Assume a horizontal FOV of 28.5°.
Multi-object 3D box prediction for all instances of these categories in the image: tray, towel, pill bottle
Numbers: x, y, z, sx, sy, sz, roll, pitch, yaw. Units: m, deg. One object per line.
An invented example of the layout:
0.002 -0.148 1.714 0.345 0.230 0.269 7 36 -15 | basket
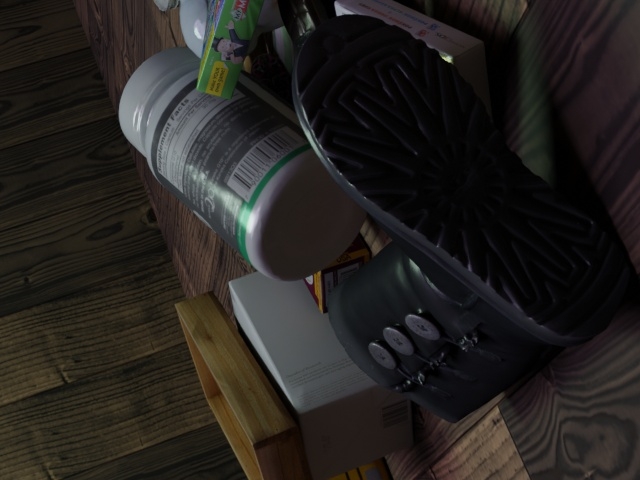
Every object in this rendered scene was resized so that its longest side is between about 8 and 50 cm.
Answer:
-0.110 0.259 1.912 0.411 0.076 0.203 -132 24 -57 | tray
-0.030 -0.266 1.778 0.113 0.023 0.152 87 157 -52 | towel
-0.114 -0.118 1.744 0.361 0.204 0.204 40 149 37 | pill bottle

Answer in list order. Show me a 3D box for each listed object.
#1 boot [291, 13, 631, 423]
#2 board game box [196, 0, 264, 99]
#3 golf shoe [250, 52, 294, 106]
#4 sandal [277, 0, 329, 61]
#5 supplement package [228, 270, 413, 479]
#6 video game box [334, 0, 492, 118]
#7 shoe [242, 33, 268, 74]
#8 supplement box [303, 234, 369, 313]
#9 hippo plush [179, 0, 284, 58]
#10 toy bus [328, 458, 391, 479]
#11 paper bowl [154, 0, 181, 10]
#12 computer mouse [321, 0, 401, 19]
0.085 0.005 1.281 0.367 0.146 0.445 48 164 5 | boot
-0.073 -0.347 1.417 0.214 0.046 0.317 -88 16 -47 | board game box
-0.062 -0.188 1.891 0.086 0.067 0.186 142 109 -76 | golf shoe
0.006 -0.208 1.402 0.090 0.060 0.219 -24 81 63 | sandal
-0.001 0.182 1.902 0.178 0.175 0.293 83 162 -45 | supplement package
0.101 -0.138 1.288 0.187 0.048 0.205 38 151 44 | video game box
-0.102 -0.229 1.942 0.058 0.076 0.219 -9 98 32 | shoe
0.000 0.000 1.865 0.104 0.080 0.188 87 159 -47 | supplement box
-0.154 -0.355 1.657 0.237 0.294 0.234 61 -174 9 | hippo plush
0.037 0.390 2.111 0.108 0.130 0.333 117 133 -69 | toy bus
-0.291 -0.534 2.153 0.284 0.148 0.284 161 90 -77 | paper bowl
0.051 -0.259 1.405 0.272 0.072 0.188 54 159 15 | computer mouse
